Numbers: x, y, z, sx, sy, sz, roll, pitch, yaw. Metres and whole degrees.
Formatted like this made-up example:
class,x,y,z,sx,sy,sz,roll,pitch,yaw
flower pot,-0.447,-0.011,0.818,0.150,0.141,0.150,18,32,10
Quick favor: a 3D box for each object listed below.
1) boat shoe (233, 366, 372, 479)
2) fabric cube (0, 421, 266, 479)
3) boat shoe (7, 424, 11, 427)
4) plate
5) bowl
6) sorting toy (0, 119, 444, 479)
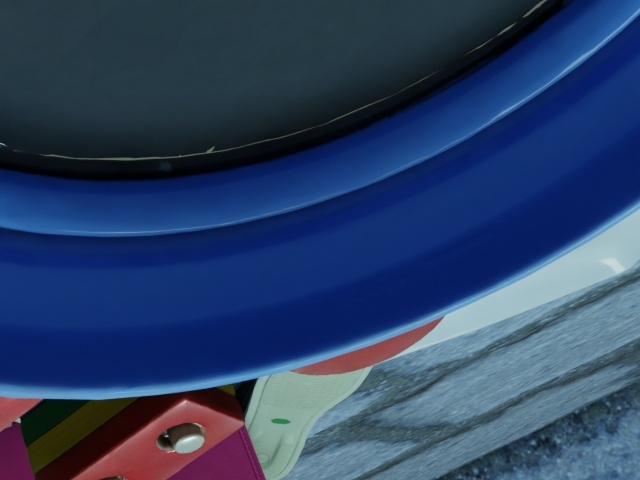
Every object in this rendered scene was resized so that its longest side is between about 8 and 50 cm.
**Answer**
class,x,y,z,sx,sy,sz,roll,pitch,yaw
boat shoe,-0.024,0.109,1.165,0.084,0.079,0.233,16,132,-23
fabric cube,-0.190,0.288,1.144,0.258,0.259,0.254,-12,161,-34
boat shoe,-0.260,0.084,0.657,0.109,0.091,0.305,1,177,35
plate,0.175,0.003,1.139,0.278,0.045,0.277,-19,162,-17
bowl,0.013,-0.114,0.331,0.391,0.077,0.391,-21,145,-15
sorting toy,-0.076,0.010,0.575,0.255,0.089,0.257,-36,142,18
